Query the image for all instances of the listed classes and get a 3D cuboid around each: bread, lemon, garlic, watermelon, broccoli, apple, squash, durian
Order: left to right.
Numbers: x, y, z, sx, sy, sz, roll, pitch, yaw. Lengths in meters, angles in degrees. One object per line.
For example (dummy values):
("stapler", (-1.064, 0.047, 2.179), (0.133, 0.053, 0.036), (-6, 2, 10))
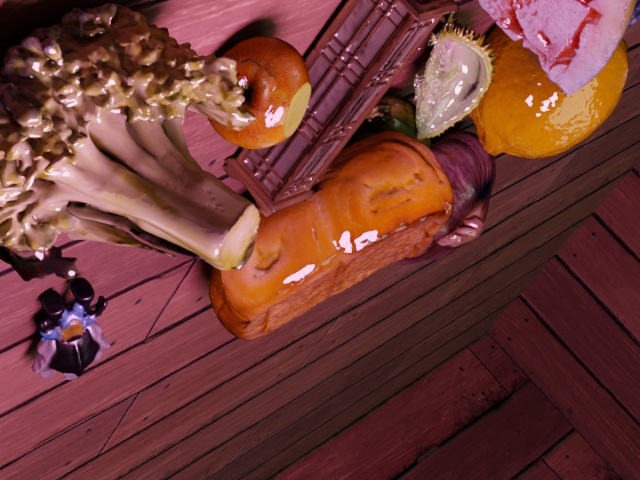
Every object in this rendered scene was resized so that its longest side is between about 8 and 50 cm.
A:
("broccoli", (-0.157, -0.056, 1.193), (0.263, 0.243, 0.247), (-26, 147, -62))
("apple", (-0.063, -0.148, 1.476), (0.102, 0.099, 0.114), (-20, 130, -70))
("bread", (-0.004, -0.007, 1.916), (0.328, 0.148, 0.337), (-27, 171, -6))
("squash", (0.107, -0.151, 1.976), (0.066, 0.066, 0.252), (-42, 165, 3))
("garlic", (0.186, -0.056, 2.285), (0.245, 0.160, 0.245), (-47, 165, -17))
("durian", (0.167, -0.218, 1.879), (0.100, 0.086, 0.215), (-33, 147, -37))
("lemon", (0.311, -0.223, 2.035), (0.260, 0.204, 0.204), (-45, 166, 3))
("watermelon", (0.279, -0.346, 1.773), (0.213, 0.201, 0.262), (114, -15, -56))

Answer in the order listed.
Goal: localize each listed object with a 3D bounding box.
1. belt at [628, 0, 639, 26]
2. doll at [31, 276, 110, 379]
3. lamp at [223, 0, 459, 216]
("belt", (0.457, -0.403, 2.052), (0.128, 0.122, 0.218), (-37, 172, -26))
("doll", (-0.290, 0.115, 1.717), (0.096, 0.070, 0.195), (-20, 151, -20))
("lamp", (0.017, -0.168, 1.648), (0.090, 0.089, 0.325), (-24, 159, -53))
